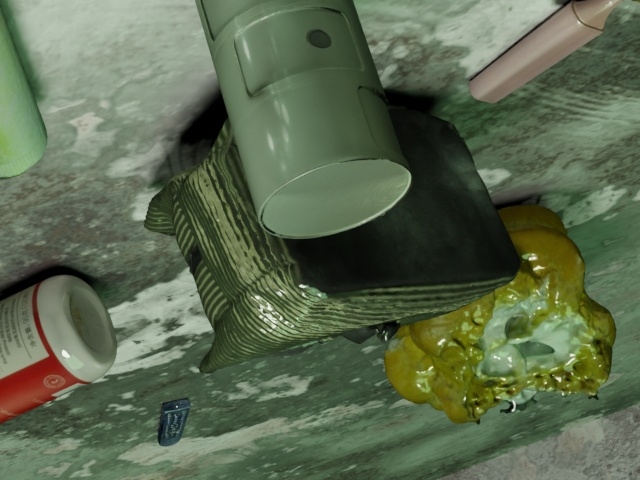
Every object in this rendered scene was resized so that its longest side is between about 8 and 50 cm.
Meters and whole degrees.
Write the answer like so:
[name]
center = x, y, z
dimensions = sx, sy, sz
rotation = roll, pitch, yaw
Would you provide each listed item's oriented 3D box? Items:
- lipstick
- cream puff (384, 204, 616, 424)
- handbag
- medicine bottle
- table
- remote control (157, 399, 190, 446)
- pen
[lipstick]
center = -0.270, -0.144, 0.958
dimensions = 0.076, 0.076, 0.304
rotation = -15, 157, -9
[cream puff]
center = 0.232, 0.086, 1.691
dimensions = 0.323, 0.269, 0.274
rotation = -8, -171, -21
[handbag]
center = 0.000, 0.000, 1.259
dimensions = 0.341, 0.247, 0.240
rotation = -6, 156, -41
[medicine bottle]
center = -0.369, 0.140, 1.446
dimensions = 0.250, 0.131, 0.131
rotation = -24, 156, 14
[table]
center = -0.017, -0.125, 1.002
dimensions = 0.126, 0.220, 0.126
rotation = -14, 156, -6
[remote control]
center = -0.241, 0.296, 2.021
dimensions = 0.044, 0.027, 0.152
rotation = -4, 152, -16
[pen]
center = 0.233, -0.200, 1.260
dimensions = 0.053, 0.032, 0.197
rotation = 8, 148, -45
